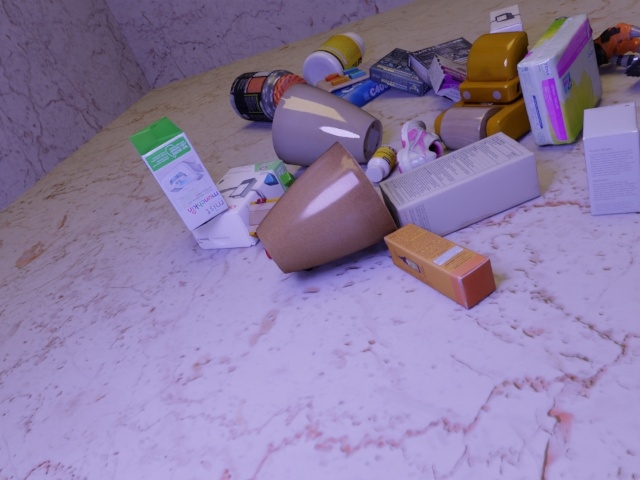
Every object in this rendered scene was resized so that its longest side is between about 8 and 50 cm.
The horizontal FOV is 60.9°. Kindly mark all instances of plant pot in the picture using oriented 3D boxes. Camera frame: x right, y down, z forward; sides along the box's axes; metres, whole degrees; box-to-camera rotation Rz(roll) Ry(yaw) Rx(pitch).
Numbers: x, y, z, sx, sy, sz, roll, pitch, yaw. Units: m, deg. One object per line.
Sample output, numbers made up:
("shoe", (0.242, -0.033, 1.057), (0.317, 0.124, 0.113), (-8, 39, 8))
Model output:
("plant pot", (0.039, -0.329, 1.645), (0.274, 0.257, 0.256), (17, 46, 27))
("plant pot", (-0.004, -0.047, 1.179), (0.254, 0.237, 0.237), (-33, 30, 0))

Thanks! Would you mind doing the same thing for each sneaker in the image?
("sneaker", (0.277, -0.247, 1.473), (0.111, 0.103, 0.252), (-6, 40, 20))

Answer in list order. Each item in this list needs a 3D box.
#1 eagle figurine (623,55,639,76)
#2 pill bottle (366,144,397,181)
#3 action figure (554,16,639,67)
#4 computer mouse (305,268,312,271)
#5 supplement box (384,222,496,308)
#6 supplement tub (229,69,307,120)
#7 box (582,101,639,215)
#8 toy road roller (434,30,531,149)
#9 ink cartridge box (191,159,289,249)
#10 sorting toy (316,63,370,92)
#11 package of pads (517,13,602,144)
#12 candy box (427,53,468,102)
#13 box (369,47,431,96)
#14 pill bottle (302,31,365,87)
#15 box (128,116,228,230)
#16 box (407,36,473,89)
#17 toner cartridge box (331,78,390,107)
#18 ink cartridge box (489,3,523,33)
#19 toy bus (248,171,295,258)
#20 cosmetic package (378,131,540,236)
("eagle figurine", (0.939, -0.467, 1.322), (0.298, 0.225, 0.226), (-50, -17, 11))
("pill bottle", (0.169, -0.212, 1.512), (0.065, 0.065, 0.116), (-2, 36, 32))
("action figure", (0.760, -0.535, 1.524), (0.330, 0.179, 0.341), (-3, 8, 40))
("computer mouse", (0.000, 0.000, 1.312), (0.193, 0.042, 0.106), (-44, 30, -22))
("supplement box", (0.224, 0.041, 1.052), (0.080, 0.078, 0.233), (-33, 32, -18))
("supplement tub", (-0.208, -0.595, 2.248), (0.207, 0.207, 0.338), (-40, 34, -27))
("box", (0.560, -0.156, 1.044), (0.091, 0.171, 0.130), (-4, 34, 30))
("toy road roller", (0.454, -0.404, 1.447), (0.329, 0.241, 0.202), (-39, 33, -25))
("ink cartridge box", (-0.224, -0.104, 1.555), (0.198, 0.115, 0.273), (-4, 35, 31))
("sorting toy", (0.093, -0.639, 2.129), (0.208, 0.038, 0.193), (-25, 29, -4))
("package of pads", (0.600, -0.392, 1.343), (0.101, 0.229, 0.296), (2, 38, 44))
("candy box", (0.431, -0.497, 1.709), (0.159, 0.071, 0.233), (19, 33, -8))
("box", (0.325, -0.625, 2.010), (0.232, 0.059, 0.183), (27, 53, 29))
("pill bottle", (0.072, -0.789, 2.389), (0.187, 0.188, 0.334), (-1, 36, 33))
("box", (-0.376, -0.184, 1.443), (0.126, 0.231, 0.262), (-33, 32, -11))
("box", (0.451, -0.627, 1.916), (0.231, 0.056, 0.183), (-21, 49, -12))
("toner cartridge box", (0.110, -0.564, 2.112), (0.347, 0.075, 0.165), (-36, 31, -23))
("ink cartridge box", (0.627, -0.661, 1.814), (0.100, 0.172, 0.237), (-9, 32, 23))
("toy bus", (-0.086, -0.057, 1.399), (0.191, 0.104, 0.202), (-50, 62, 11))
("cosmetic package", (0.304, -0.115, 1.215), (0.309, 0.113, 0.160), (-21, 30, 2))
